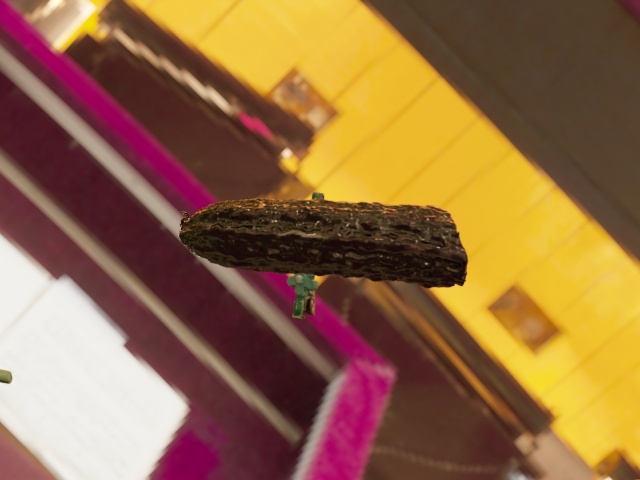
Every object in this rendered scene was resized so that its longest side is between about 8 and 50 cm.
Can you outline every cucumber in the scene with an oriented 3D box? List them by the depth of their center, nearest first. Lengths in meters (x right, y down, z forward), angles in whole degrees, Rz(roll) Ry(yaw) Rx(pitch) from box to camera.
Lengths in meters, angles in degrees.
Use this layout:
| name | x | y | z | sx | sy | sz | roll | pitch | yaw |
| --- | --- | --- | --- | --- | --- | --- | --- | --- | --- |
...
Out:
| name | x | y | z | sx | sy | sz | roll | pitch | yaw |
| --- | --- | --- | --- | --- | --- | --- | --- | --- | --- |
| cucumber | 0.000 | -0.001 | 1.522 | 0.265 | 0.077 | 0.077 | 4 | 22 | 8 |

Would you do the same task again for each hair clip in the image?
| name | x | y | z | sx | sy | sz | roll | pitch | yaw |
| --- | --- | --- | --- | --- | --- | --- | --- | --- | --- |
| hair clip | -0.014 | 0.020 | 2.317 | 0.049 | 0.172 | 0.049 | 6 | 0 | 0 |

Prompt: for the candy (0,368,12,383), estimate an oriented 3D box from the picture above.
| name | x | y | z | sx | sy | sz | roll | pitch | yaw |
| --- | --- | --- | --- | --- | --- | --- | --- | --- | --- |
| candy | -0.295 | 0.076 | 1.125 | 0.194 | 0.058 | 0.062 | 8 | 23 | 1 |
